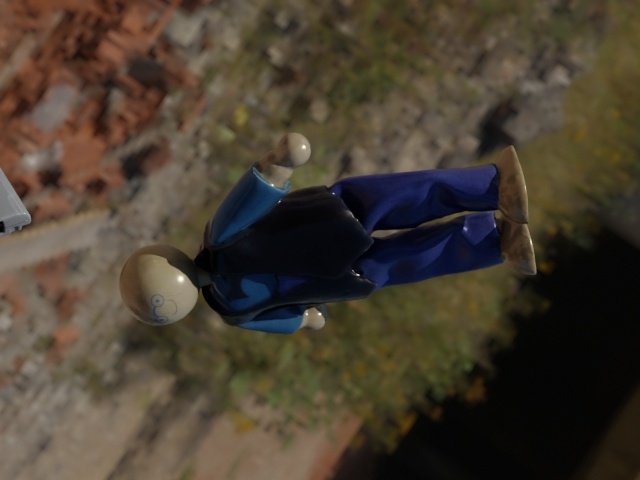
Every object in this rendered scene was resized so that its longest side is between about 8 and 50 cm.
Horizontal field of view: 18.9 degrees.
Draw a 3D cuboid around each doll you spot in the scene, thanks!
[{"bbox_3d":[0.000,0.000,0.878,0.129,0.189,0.046,77,1,-49],"label":"doll"}]

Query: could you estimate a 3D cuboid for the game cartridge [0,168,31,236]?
[{"bbox_3d":[-0.206,-0.016,1.048,0.083,0.056,0.017,-20,135,-22],"label":"game cartridge"}]
